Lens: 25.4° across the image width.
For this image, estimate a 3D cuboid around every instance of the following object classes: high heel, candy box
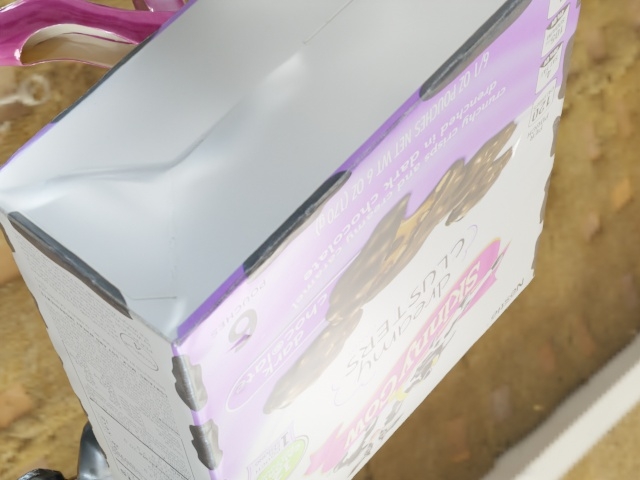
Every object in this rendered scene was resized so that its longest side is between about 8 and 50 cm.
[{"bbox_3d":[-0.235,-0.184,1.411,0.244,0.082,0.117,-15,-109,-20],"label":"high heel"},{"bbox_3d":[0.000,0.000,0.437,0.165,0.070,0.196,-46,-22,-21],"label":"candy box"}]

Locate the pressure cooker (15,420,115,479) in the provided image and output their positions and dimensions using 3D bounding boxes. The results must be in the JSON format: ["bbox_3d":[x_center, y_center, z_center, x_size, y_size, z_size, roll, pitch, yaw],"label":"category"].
[{"bbox_3d":[-0.109,0.341,1.002,0.375,0.420,0.370,41,-97,-12],"label":"pressure cooker"}]
